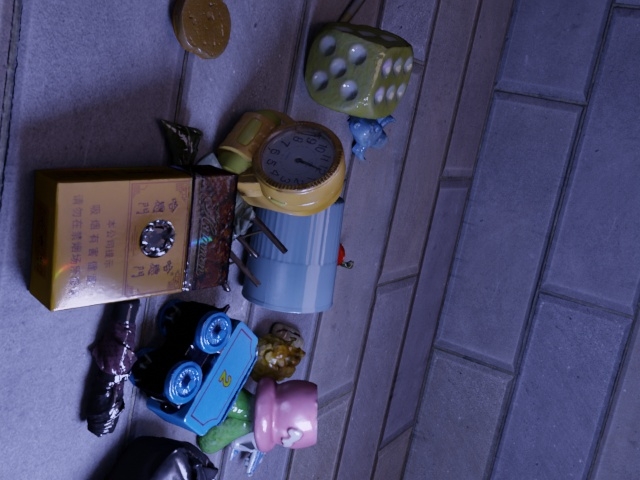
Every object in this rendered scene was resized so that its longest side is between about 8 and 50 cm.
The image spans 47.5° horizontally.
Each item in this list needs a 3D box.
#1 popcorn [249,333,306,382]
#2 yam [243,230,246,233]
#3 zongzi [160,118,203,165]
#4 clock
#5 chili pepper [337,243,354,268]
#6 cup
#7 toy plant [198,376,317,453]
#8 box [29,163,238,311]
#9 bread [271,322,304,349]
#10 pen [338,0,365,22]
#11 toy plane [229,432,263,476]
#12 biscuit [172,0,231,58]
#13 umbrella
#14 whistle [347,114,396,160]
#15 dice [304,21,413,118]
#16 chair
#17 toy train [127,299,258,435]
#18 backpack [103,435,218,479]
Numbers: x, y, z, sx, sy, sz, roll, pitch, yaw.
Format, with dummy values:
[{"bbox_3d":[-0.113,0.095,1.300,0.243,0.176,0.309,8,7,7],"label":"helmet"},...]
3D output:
[{"bbox_3d":[-0.139,0.356,2.186,0.170,0.180,0.180,-64,151,-7],"label":"popcorn"},{"bbox_3d":[-0.225,-0.055,1.957,0.021,0.021,0.116,-59,148,-25],"label":"yam"},{"bbox_3d":[-0.331,-0.212,1.650,0.119,0.055,0.109,8,104,-50],"label":"zongzi"},{"bbox_3d":[-0.086,-0.188,1.827,0.244,0.317,0.200,-60,156,-24],"label":"clock"},{"bbox_3d":[0.000,0.000,2.314,0.110,0.110,0.387,-62,145,-20],"label":"chili pepper"},{"bbox_3d":[-0.044,0.014,2.045,0.331,0.257,0.311,-1,106,-35],"label":"cup"},{"bbox_3d":[-0.178,0.466,2.040,0.211,0.356,0.317,-77,170,-56],"label":"toy plant"},{"bbox_3d":[-0.371,-0.019,1.500,0.415,0.116,0.264,-5,110,-42],"label":"box"},{"bbox_3d":[-0.098,0.317,2.363,0.214,0.053,0.073,45,62,-59],"label":"bread"},{"bbox_3d":[0.112,-0.714,2.191,0.233,0.032,0.040,-57,172,-24],"label":"pen"},{"bbox_3d":[-0.197,0.604,2.274,0.267,0.122,0.267,-43,142,-47],"label":"toy plane"},{"bbox_3d":[-0.266,-0.490,1.613,0.170,0.050,0.170,-21,115,-56],"label":"biscuit"},{"bbox_3d":[-0.463,0.281,1.641,0.090,0.094,0.326,-7,113,-75],"label":"umbrella"},{"bbox_3d":[0.165,-0.354,2.423,0.180,0.093,0.269,-52,155,13],"label":"whistle"},{"bbox_3d":[0.111,-0.486,2.077,0.238,0.233,0.227,-22,132,-53],"label":"dice"},{"bbox_3d":[-0.251,-0.038,1.783,0.319,0.186,0.160,50,57,-19],"label":"chair"},{"bbox_3d":[-0.306,0.303,1.813,0.300,0.188,0.265,-61,140,-25],"label":"toy train"},{"bbox_3d":[-0.352,0.720,1.808,0.446,0.255,0.363,52,56,-33],"label":"backpack"}]
